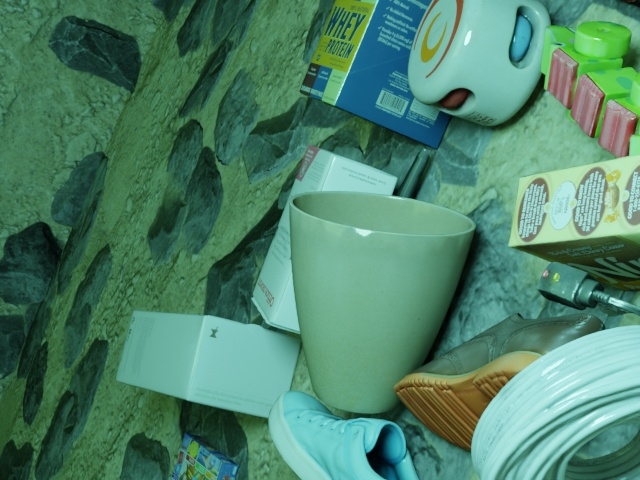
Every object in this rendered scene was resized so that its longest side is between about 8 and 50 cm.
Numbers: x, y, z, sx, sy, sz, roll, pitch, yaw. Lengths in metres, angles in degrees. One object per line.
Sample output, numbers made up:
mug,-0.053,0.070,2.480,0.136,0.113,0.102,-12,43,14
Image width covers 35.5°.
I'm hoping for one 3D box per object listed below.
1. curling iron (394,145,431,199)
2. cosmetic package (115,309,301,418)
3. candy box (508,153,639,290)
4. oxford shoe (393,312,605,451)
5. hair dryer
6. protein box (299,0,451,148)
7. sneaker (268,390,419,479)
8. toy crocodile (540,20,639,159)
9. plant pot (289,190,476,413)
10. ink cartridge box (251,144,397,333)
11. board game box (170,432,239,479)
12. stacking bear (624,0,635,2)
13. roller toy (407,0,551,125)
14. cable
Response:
curling iron,0.115,-0.018,1.557,0.273,0.035,0.068,-66,26,12
cosmetic package,-0.214,0.220,1.834,0.366,0.197,0.155,-3,71,61
candy box,0.359,-0.017,0.972,0.316,0.183,0.087,-7,67,59
oxford shoe,0.216,0.169,1.224,0.132,0.130,0.364,-47,10,-26
hair dryer,0.366,0.041,0.887,0.294,0.224,0.080,2,82,57
protein box,0.111,-0.278,1.543,0.136,0.200,0.201,34,103,61
sneaker,0.056,0.295,1.397,0.150,0.135,0.366,-60,40,12
toy crocodile,0.330,-0.163,1.151,0.340,0.105,0.115,-114,22,-53
plant pot,0.069,0.090,1.399,0.256,0.257,0.273,-146,59,-61
ink cartridge box,0.000,0.000,1.626,0.207,0.117,0.282,-140,70,-74
board game box,-0.226,0.456,1.883,0.201,0.035,0.136,13,85,62
stacking bear,0.401,-0.448,1.192,0.289,0.175,0.164,-55,30,14
roller toy,0.223,-0.260,1.394,0.191,0.146,0.209,-98,31,-54
cable,0.268,0.191,0.933,0.257,0.257,0.089,-63,25,28
